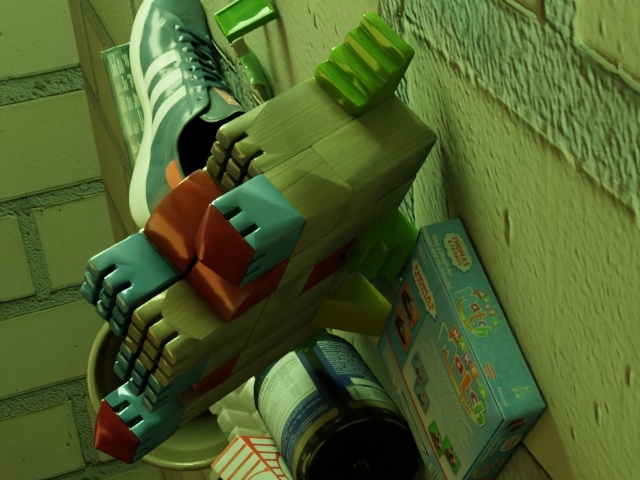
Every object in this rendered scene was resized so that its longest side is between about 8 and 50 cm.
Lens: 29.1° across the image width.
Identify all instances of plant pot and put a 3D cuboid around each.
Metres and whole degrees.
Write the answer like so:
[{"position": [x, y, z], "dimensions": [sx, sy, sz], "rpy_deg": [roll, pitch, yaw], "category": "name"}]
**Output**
[{"position": [-0.189, 0.178, 1.808], "dimensions": [0.229, 0.263, 0.263], "rpy_deg": [-75, -27, -81], "category": "plant pot"}]

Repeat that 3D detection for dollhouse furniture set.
[{"position": [-0.067, -0.214, 1.332], "dimensions": [0.076, 0.058, 0.151], "rpy_deg": [61, 180, 23], "category": "dollhouse furniture set"}]

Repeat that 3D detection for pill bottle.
[{"position": [0.004, 0.168, 1.235], "dimensions": [0.219, 0.123, 0.123], "rpy_deg": [-127, 27, -57], "category": "pill bottle"}]

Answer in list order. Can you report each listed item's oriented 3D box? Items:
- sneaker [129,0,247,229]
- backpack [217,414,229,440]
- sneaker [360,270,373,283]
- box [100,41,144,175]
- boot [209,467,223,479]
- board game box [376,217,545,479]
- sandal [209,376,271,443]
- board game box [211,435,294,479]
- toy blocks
[{"position": [-0.145, -0.173, 1.519], "dimensions": [0.148, 0.131, 0.350], "rpy_deg": [-18, 67, 38], "category": "sneaker"}, {"position": [-0.082, 0.196, 1.601], "dimensions": [0.152, 0.115, 0.182], "rpy_deg": [-135, 36, -68], "category": "backpack"}, {"position": [0.000, 0.000, 1.198], "dimensions": [0.209, 0.069, 0.082], "rpy_deg": [-144, 38, -68], "category": "sneaker"}, {"position": [-0.198, -0.148, 1.639], "dimensions": [0.175, 0.051, 0.220], "rpy_deg": [-12, -93, -65], "category": "box"}, {"position": [-0.166, 0.332, 2.108], "dimensions": [0.244, 0.088, 0.176], "rpy_deg": [108, 147, -70], "category": "boot"}, {"position": [0.103, 0.104, 0.970], "dimensions": [0.211, 0.039, 0.160], "rpy_deg": [102, 150, -60], "category": "board game box"}, {"position": [-0.027, 0.235, 1.461], "dimensions": [0.416, 0.102, 0.169], "rpy_deg": [60, 147, -3], "category": "sandal"}, {"position": [-0.010, 0.266, 1.250], "dimensions": [0.147, 0.045, 0.193], "rpy_deg": [44, -172, 23], "category": "board game box"}, {"position": [-0.072, 0.026, 0.975], "dimensions": [0.191, 0.261, 0.381], "rpy_deg": [47, 144, 14], "category": "toy blocks"}]
